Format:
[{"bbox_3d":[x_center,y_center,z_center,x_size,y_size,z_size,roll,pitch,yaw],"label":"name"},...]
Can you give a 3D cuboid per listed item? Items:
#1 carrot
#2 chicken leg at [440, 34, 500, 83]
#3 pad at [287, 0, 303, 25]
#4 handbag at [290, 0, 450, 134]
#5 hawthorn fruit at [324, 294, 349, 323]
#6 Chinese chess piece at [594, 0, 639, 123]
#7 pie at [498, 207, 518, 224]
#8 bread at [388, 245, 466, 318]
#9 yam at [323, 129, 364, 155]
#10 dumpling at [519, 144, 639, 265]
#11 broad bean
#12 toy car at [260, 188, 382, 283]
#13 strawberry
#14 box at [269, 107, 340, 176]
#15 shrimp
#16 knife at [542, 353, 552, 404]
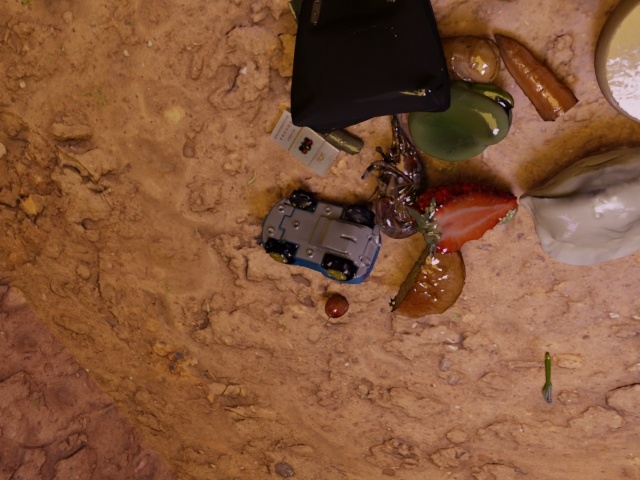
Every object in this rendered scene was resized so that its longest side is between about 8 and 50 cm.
[{"bbox_3d":[0.408,-0.326,1.003,0.205,0.072,0.072,49,127,-1],"label":"carrot"},{"bbox_3d":[0.264,-0.370,1.024,0.207,0.101,0.085,28,126,32],"label":"chicken leg"},{"bbox_3d":[0.064,-0.478,1.089,0.245,0.006,0.170,-16,113,30],"label":"pad"},{"bbox_3d":[0.084,-0.376,1.027,0.342,0.152,0.288,-3,90,29],"label":"handbag"},{"bbox_3d":[0.038,0.205,1.471,0.066,0.103,0.067,22,146,16],"label":"hawthorn fruit"},{"bbox_3d":[0.619,-0.326,0.878,0.273,0.102,0.274,12,126,18],"label":"Chinese chess piece"},{"bbox_3d":[0.412,-0.076,1.180,0.085,0.017,0.085,12,123,20],"label":"pie"},{"bbox_3d":[0.286,0.101,1.281,0.134,0.129,0.260,30,129,2],"label":"bread"},{"bbox_3d":[0.056,-0.236,1.221,0.094,0.043,0.043,32,128,3],"label":"yam"},{"bbox_3d":[0.573,-0.058,1.012,0.317,0.187,0.243,-17,109,28],"label":"dumpling"},{"bbox_3d":[0.289,-0.252,1.076,0.227,0.100,0.169,-22,102,35],"label":"broad bean"},{"bbox_3d":[0.000,0.000,1.322,0.314,0.198,0.166,15,156,17],"label":"toy car"},{"bbox_3d":[0.307,-0.079,1.127,0.228,0.098,0.174,-30,129,2],"label":"strawberry"},{"bbox_3d":[-0.038,-0.241,1.270,0.166,0.024,0.090,37,127,-1],"label":"box"},{"bbox_3d":[0.170,-0.154,1.178,0.145,0.116,0.343,-4,120,12],"label":"shrimp"},{"bbox_3d":[0.607,0.374,1.374,0.025,0.022,0.184,-13,117,0],"label":"knife"}]
